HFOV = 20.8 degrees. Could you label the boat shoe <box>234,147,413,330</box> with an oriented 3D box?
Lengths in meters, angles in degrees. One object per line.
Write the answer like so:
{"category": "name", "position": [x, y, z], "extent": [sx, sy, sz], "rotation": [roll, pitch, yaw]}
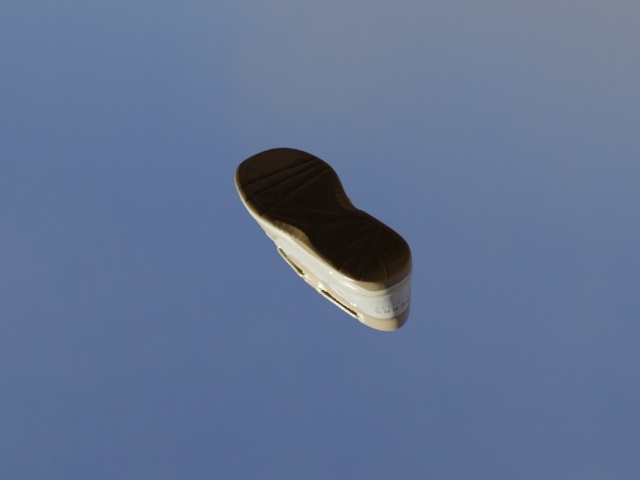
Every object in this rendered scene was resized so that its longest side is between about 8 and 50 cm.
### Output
{"category": "boat shoe", "position": [0.000, 0.000, 0.852], "extent": [0.050, 0.045, 0.135], "rotation": [-25, -140, -16]}
